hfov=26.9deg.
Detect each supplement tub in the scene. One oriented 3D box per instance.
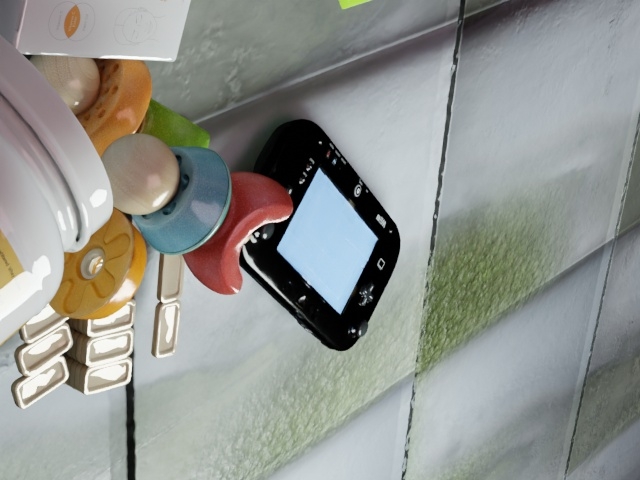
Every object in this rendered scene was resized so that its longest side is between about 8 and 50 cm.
[{"bbox_3d":[-0.317,0.011,0.890,0.316,0.228,0.228,-44,142,-25],"label":"supplement tub"}]

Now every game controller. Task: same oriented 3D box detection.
[{"bbox_3d":[0.000,0.000,1.448,0.166,0.067,0.319,-56,147,-9],"label":"game controller"}]

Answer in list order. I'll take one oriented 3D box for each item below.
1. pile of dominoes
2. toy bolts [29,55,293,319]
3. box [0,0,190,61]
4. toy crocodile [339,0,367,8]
[{"bbox_3d":[-0.208,0.019,1.234,0.196,0.040,0.251,-12,114,-48],"label":"pile of dominoes"},{"bbox_3d":[-0.164,-0.036,1.056,0.158,0.228,0.218,33,85,-49],"label":"toy bolts"},{"bbox_3d":[-0.184,-0.215,1.027,0.170,0.091,0.130,-5,118,-52],"label":"box"},{"bbox_3d":[-0.001,-0.331,1.188,0.115,0.105,0.340,-19,146,12],"label":"toy crocodile"}]
